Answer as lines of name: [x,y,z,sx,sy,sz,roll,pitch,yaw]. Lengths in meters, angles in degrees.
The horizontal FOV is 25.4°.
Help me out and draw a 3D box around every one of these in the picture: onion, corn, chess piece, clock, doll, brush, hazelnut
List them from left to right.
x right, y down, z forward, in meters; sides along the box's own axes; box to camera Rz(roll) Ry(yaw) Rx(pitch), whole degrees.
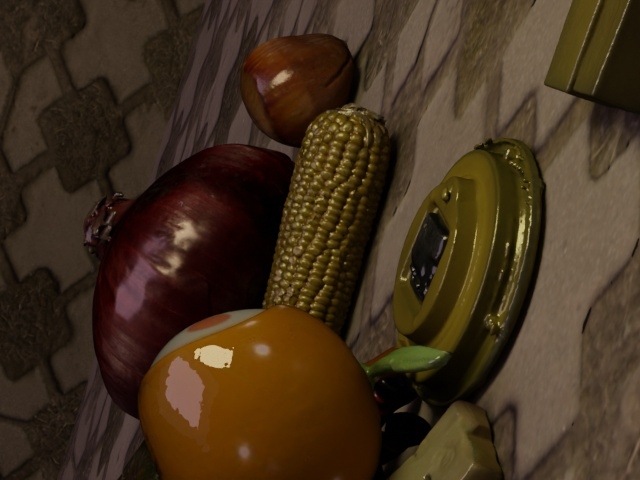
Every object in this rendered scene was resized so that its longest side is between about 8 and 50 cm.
onion: [-0.158,0.032,1.623,0.347,0.285,0.347,-59,-13,-22]
doll: [-0.020,0.140,1.132,0.213,0.236,0.213,159,90,-79]
hazelnut: [-0.022,-0.184,1.727,0.150,0.150,0.150,-164,90,-75]
corn: [0.000,0.000,1.485,0.106,0.106,0.293,-167,94,-75]
doll: [0.014,0.227,1.254,0.248,0.088,0.127,-56,1,24]
chess piece: [0.068,0.218,1.085,0.200,0.090,0.090,-56,20,17]
clock: [0.107,0.021,1.173,0.237,0.057,0.237,-164,90,-76]
brush: [0.230,-0.207,0.987,0.103,0.047,0.233,-134,62,-73]

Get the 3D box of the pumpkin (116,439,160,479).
pumpkin: [-0.176,0.325,1.602,0.260,0.189,0.260,-164,90,-72]
